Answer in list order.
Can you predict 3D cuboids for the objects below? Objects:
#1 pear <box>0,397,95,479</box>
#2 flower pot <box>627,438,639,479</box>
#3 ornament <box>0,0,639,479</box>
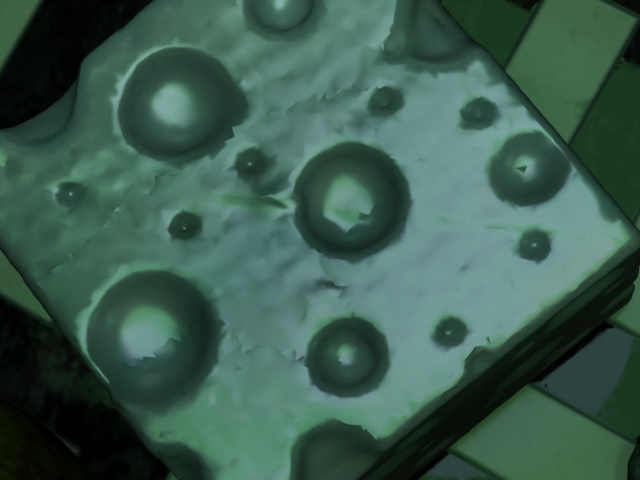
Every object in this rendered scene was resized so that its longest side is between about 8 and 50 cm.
[{"bbox_3d":[-0.239,0.208,0.844,0.284,0.283,0.283,-1,82,8],"label":"pear"},{"bbox_3d":[0.268,0.196,0.769,0.299,0.299,0.282,21,94,10],"label":"flower pot"},{"bbox_3d":[0.000,0.000,0.848,0.240,0.240,0.239,-39,77,2],"label":"ornament"}]
